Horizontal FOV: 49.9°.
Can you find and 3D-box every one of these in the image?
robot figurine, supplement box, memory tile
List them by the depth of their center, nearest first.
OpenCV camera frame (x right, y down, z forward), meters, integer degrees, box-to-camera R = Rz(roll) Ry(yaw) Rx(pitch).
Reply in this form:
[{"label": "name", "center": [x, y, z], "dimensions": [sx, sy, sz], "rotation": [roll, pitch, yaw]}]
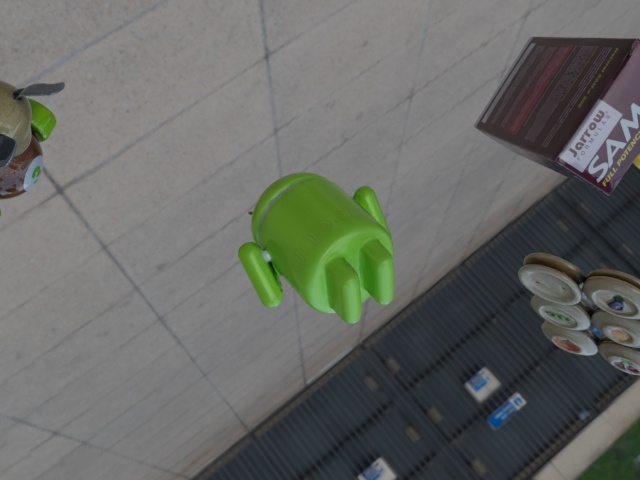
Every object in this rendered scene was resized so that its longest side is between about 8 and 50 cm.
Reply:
[{"label": "memory tile", "center": [0.187, 0.055, 0.380], "dimensions": [0.012, 0.148, 0.113], "rotation": [-57, 141, -19]}, {"label": "robot figurine", "center": [0.000, 0.000, 0.435], "dimensions": [0.101, 0.115, 0.067], "rotation": [-29, 136, -19]}, {"label": "supplement box", "center": [0.262, -0.143, 0.734], "dimensions": [0.130, 0.073, 0.239], "rotation": [-59, -166, 12]}]

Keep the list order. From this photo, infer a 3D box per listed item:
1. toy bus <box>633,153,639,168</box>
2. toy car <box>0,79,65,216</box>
[{"label": "toy bus", "center": [0.492, -0.202, 0.831], "dimensions": [0.220, 0.149, 0.211], "rotation": [-34, -171, -17]}, {"label": "toy car", "center": [-0.322, -0.106, 0.692], "dimensions": [0.149, 0.188, 0.155], "rotation": [42, 59, -39]}]
